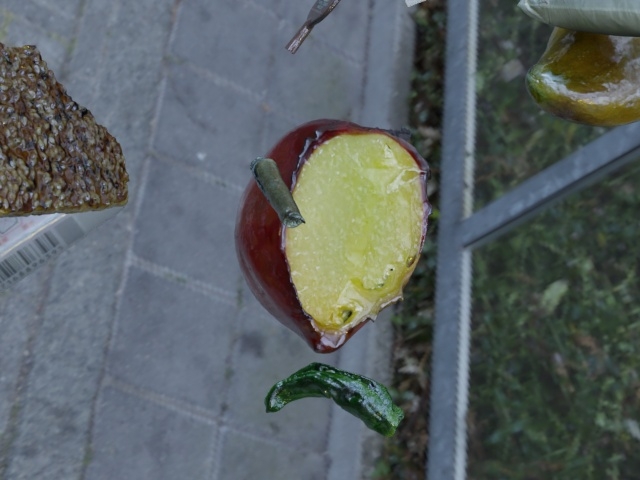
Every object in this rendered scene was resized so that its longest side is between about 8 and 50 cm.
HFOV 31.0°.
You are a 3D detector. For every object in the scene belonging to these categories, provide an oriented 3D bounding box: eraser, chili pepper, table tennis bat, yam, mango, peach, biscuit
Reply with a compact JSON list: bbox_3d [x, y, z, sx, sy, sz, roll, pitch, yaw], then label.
[{"bbox_3d":[-0.379,0.020,1.266,0.352,0.061,0.089,-34,55,-7],"label":"eraser"},{"bbox_3d":[0.017,0.196,1.457,0.050,0.182,0.073,-34,131,-65],"label":"chili pepper"},{"bbox_3d":[0.033,-0.373,2.060,0.119,0.170,0.107,37,4,-20],"label":"table tennis bat"},{"bbox_3d":[-0.047,-0.048,1.223,0.033,0.027,0.129,13,26,-24],"label":"yam"},{"bbox_3d":[0.405,-0.253,1.608,0.193,0.146,0.316,44,51,17],"label":"mango"},{"bbox_3d":[0.000,0.000,1.647,0.258,0.201,0.361,24,65,-29],"label":"peach"},{"bbox_3d":[-0.219,-0.081,0.831,0.237,0.026,0.131,-9,85,-63],"label":"biscuit"}]

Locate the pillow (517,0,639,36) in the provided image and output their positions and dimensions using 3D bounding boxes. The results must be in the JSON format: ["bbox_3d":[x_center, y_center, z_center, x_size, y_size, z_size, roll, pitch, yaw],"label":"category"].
[{"bbox_3d":[0.386,-0.295,1.449,0.144,0.254,0.078,-4,104,-38],"label":"pillow"}]

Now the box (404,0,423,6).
[{"bbox_3d":[0.098,-0.328,1.205,0.154,0.084,0.040,58,23,-30],"label":"box"}]
